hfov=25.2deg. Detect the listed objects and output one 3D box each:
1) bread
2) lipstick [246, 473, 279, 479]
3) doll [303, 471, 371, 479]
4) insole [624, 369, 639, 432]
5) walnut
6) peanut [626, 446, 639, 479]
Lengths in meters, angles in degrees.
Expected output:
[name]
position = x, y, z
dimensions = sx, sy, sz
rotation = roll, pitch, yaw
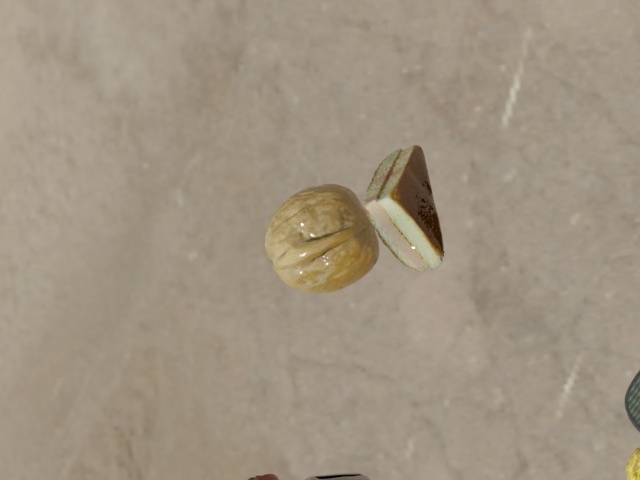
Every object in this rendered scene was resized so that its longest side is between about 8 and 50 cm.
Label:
[bread]
position = 0.065, -0.028, 1.182
dimensions = 0.043, 0.062, 0.109
rotation = -24, 72, 37
[lipstick]
position = -0.025, 0.401, 1.779
dimensions = 0.241, 0.080, 0.080
rotation = 50, 135, 28
[doll]
position = 0.025, 0.308, 0.947
dimensions = 0.284, 0.240, 0.310
rotation = -118, 28, -69
[insole]
position = 0.307, 0.043, 1.072
dimensions = 0.253, 0.005, 0.086
rotation = -61, 38, 15
[walnut]
position = 0.000, 0.000, 2.053
dimensions = 0.166, 0.149, 0.167
rotation = 2, 100, 11
[peanut]
position = 0.455, 0.347, 1.802
dimensions = 0.207, 0.087, 0.087
rotation = 60, 140, 38
